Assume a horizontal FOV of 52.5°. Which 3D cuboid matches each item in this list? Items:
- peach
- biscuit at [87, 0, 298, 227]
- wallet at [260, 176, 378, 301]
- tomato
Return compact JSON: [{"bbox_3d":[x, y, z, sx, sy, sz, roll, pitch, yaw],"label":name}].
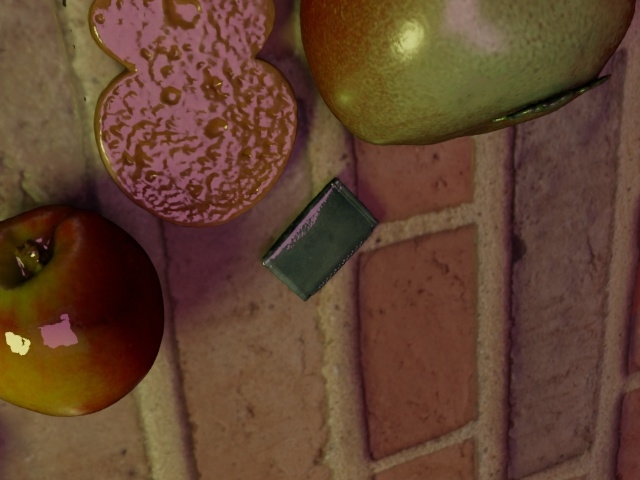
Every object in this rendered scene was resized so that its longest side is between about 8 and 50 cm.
[{"bbox_3d":[-0.230,0.069,0.585,0.197,0.197,0.197,-8,110,-21],"label":"peach"},{"bbox_3d":[-0.123,-0.153,0.624,0.202,0.044,0.289,-16,112,-18],"label":"biscuit"},{"bbox_3d":[0.000,0.000,0.739,0.129,0.026,0.088,-48,123,-3],"label":"wallet"},{"bbox_3d":[0.136,-0.221,0.600,0.303,0.239,0.303,-5,106,-19],"label":"tomato"}]
